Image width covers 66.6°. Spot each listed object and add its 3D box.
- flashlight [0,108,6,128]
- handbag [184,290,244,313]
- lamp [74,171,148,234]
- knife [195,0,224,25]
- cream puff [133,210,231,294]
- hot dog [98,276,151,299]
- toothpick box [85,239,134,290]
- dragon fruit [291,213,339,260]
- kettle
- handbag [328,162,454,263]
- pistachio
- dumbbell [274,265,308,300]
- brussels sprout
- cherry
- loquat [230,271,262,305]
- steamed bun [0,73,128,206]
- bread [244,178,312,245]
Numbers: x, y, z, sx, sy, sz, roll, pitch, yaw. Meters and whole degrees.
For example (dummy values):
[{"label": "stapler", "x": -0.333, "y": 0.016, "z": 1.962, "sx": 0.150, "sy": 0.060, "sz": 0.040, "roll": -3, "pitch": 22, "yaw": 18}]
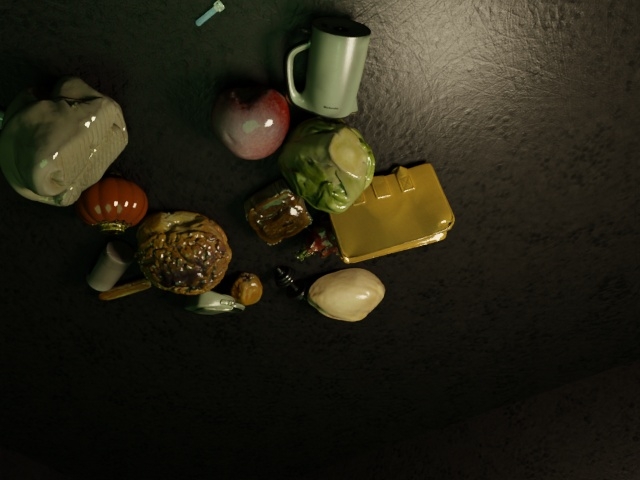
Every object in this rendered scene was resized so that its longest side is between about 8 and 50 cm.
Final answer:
[{"label": "flashlight", "x": -0.910, "y": -0.344, "z": 1.463, "sx": 0.200, "sy": 0.048, "sz": 0.093, "roll": 19, "pitch": 124, "yaw": -22}, {"label": "handbag", "x": -0.414, "y": 0.261, "z": 1.947, "sx": 0.219, "sy": 0.079, "sz": 0.256, "roll": 17, "pitch": 162, "yaw": -23}, {"label": "lamp", "x": -0.679, "y": -0.120, "z": 1.585, "sx": 0.223, "sy": 0.197, "sz": 0.223, "roll": -7, "pitch": 168, "yaw": -1}, {"label": "knife", "x": -0.305, "y": -0.621, "z": 1.336, "sx": 0.096, "sy": 0.010, "sz": 0.027, "roll": -29, "pitch": 128, "yaw": 19}, {"label": "cream puff", "x": -0.491, "y": 0.055, "z": 1.734, "sx": 0.327, "sy": 0.231, "sz": 0.343, "roll": -34, "pitch": 126, "yaw": 24}, {"label": "hot dog", "x": -0.771, "y": 0.189, "z": 1.927, "sx": 0.215, "sy": 0.047, "sz": 0.066, "roll": -17, "pitch": 144, "yaw": 6}, {"label": "toothpick box", "x": -0.778, "y": 0.094, "z": 1.805, "sx": 0.111, "sy": 0.111, "sz": 0.180, "roll": 30, "pitch": 122, "yaw": -28}, {"label": "dragon fruit", "x": -0.001, "y": -0.004, "z": 1.809, "sx": 0.235, "sy": 0.137, "sz": 0.135, "roll": -24, "pitch": 128, "yaw": 19}, {"label": "kettle", "x": 0.012, "y": -0.489, "z": 1.394, "sx": 0.240, "sy": 0.165, "sz": 0.255, "roll": 4, "pitch": 133, "yaw": -8}, {"label": "handbag", "x": 0.230, "y": -0.098, "z": 1.683, "sx": 0.400, "sy": 0.283, "sz": 0.133, "roll": -16, "pitch": 166, "yaw": 1}, {"label": "pistachio", "x": 0.105, "y": 0.218, "z": 1.980, "sx": 0.317, "sy": 0.214, "sz": 0.193, "roll": 2, "pitch": 167, "yaw": -10}, {"label": "dumbbell", "x": -0.117, "y": 0.175, "z": 1.966, "sx": 0.099, "sy": 0.099, "sz": 0.208, "roll": -27, "pitch": 126, "yaw": 15}, {"label": "brussels sprout", "x": 0.021, "y": -0.227, "z": 1.538, "sx": 0.327, "sy": 0.247, "sz": 0.328, "roll": 11, "pitch": 161, "yaw": 4}, {"label": "cherry", "x": -0.204, "y": -0.340, "z": 1.456, "sx": 0.239, "sy": 0.206, "sz": 0.239, "roll": -9, "pitch": 124, "yaw": -14}, {"label": "loquat", "x": -0.295, "y": 0.193, "z": 1.952, "sx": 0.137, "sy": 0.113, "sz": 0.137, "roll": 1, "pitch": 119, "yaw": 1}, {"label": "steamed bun", "x": -0.732, "y": -0.295, "z": 1.363, "sx": 0.255, "sy": 0.368, "sz": 0.342, "roll": 34, "pitch": 149, "yaw": -3}, {"label": "bread", "x": -0.151, "y": -0.096, "z": 1.729, "sx": 0.209, "sy": 0.110, "sz": 0.192, "roll": -26, "pitch": 129, "yaw": 14}]
